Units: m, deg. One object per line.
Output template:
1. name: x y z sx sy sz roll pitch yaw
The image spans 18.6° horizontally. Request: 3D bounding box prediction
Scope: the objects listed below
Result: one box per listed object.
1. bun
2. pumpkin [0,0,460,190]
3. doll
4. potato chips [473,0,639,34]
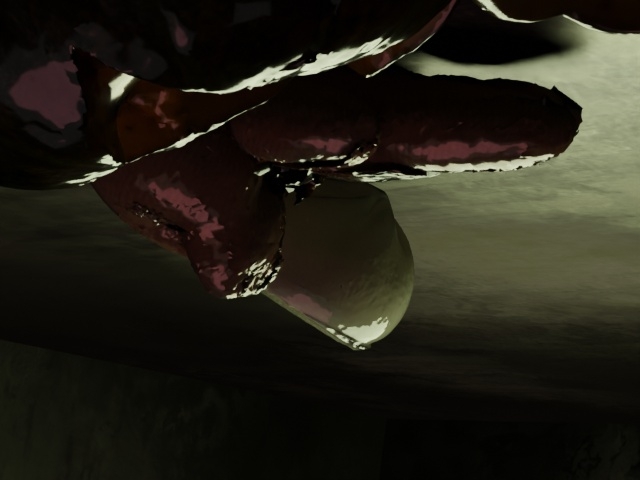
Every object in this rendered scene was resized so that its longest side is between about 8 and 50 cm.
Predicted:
1. bun: 0.000 0.000 1.500 0.173 0.120 0.173 33 179 1
2. pumpkin: -0.058 -0.115 0.702 0.238 0.159 0.238 -20 -175 2
3. doll: 0.002 -0.039 1.165 0.303 0.156 0.201 4 -177 14
4. potato chips: 0.154 -0.135 0.788 0.195 0.062 0.208 0 167 12
